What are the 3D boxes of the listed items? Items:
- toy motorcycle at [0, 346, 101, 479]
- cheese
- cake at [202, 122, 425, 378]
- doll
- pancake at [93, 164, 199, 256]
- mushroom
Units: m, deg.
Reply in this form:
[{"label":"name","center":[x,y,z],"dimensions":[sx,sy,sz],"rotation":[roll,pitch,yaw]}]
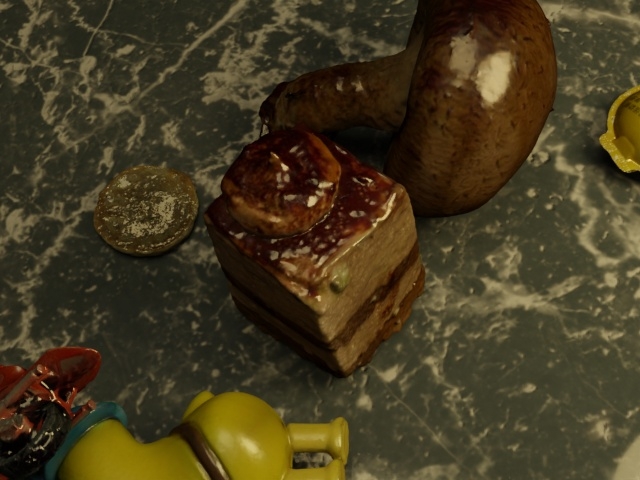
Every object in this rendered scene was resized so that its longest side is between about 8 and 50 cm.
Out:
[{"label":"toy motorcycle","center":[-0.366,0.205,1.064],"dimensions":[0.298,0.089,0.171],"rotation":[-19,32,41]},{"label":"cheese","center":[0.510,-0.162,1.292],"dimensions":[0.270,0.069,0.177],"rotation":[-23,61,-13]},{"label":"cake","center":[0.000,0.000,1.106],"dimensions":[0.198,0.293,0.196],"rotation":[35,68,26]},{"label":"doll","center":[-0.152,0.253,1.052],"dimensions":[0.363,0.145,0.199],"rotation":[-3,45,7]},{"label":"pancake","center":[-0.237,-0.043,1.302],"dimensions":[0.151,0.025,0.152],"rotation":[-2,58,4]},{"label":"mushroom","center":[0.123,-0.213,1.222],"dimensions":[0.356,0.334,0.331],"rotation":[30,65,9]}]
